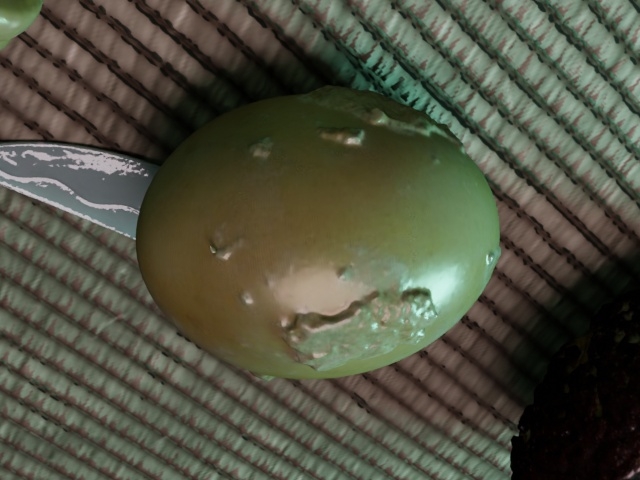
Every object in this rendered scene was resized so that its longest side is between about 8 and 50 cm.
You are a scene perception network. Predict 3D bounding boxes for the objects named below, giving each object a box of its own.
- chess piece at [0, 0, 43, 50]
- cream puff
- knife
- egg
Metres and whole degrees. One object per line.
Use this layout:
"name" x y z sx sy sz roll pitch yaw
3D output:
"chess piece" -0.181 -0.129 0.768 0.397 0.117 0.117 -33 132 24
"cream puff" 0.241 0.130 1.075 0.239 0.165 0.239 -5 137 -5
"knife" -0.085 -0.008 0.971 0.260 0.034 0.063 28 121 -29
"egg" -0.001 -0.002 0.900 0.201 0.164 0.164 -4 136 -11
